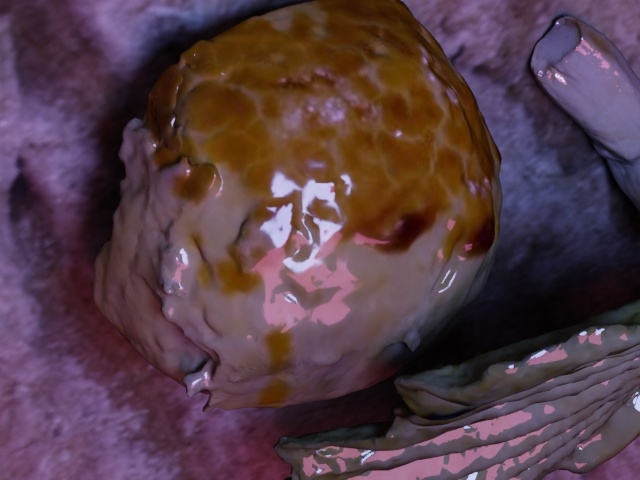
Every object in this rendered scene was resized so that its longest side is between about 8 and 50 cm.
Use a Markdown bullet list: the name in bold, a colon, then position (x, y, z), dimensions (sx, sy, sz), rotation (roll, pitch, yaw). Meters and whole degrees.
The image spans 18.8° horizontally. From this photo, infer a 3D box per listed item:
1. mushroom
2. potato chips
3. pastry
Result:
- **mushroom**: position (0.199, -0.071, 1.247), dimensions (0.059, 0.054, 0.202), rotation (-36, 130, 8)
- **potato chips**: position (0.169, 0.080, 1.240), dimensions (0.389, 0.097, 0.373), rotation (-21, 163, -32)
- **pastry**: position (0.008, -0.006, 1.127), dimensions (0.256, 0.170, 0.236), rotation (-7, 133, -27)
